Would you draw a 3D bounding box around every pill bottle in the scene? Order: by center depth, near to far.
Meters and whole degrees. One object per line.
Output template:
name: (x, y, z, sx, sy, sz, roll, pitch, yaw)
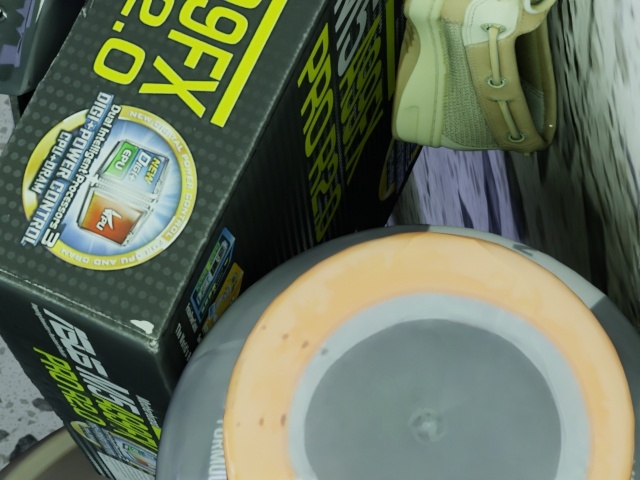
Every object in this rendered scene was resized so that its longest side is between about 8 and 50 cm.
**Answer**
pill bottle: (0.026, 0.073, 0.524, 0.246, 0.130, 0.130, 85, 174, -73)

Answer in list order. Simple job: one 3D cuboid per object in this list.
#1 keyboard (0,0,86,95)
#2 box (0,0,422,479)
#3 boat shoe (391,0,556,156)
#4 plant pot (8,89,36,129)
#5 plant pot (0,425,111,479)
keyboard: (-0.037, -0.092, 0.647, 0.202, 0.033, 0.317, -66, -9, 21)
box: (-0.015, -0.036, 0.621, 0.270, 0.060, 0.216, 85, -150, -71)
boat shoe: (0.049, -0.066, 0.520, 0.153, 0.048, 0.056, 96, -172, -63)
plant pot: (-0.035, -0.138, 0.890, 0.167, 0.188, 0.187, -15, -86, -78)
plant pot: (-0.025, 0.209, 0.931, 0.280, 0.323, 0.323, 139, 123, -70)
